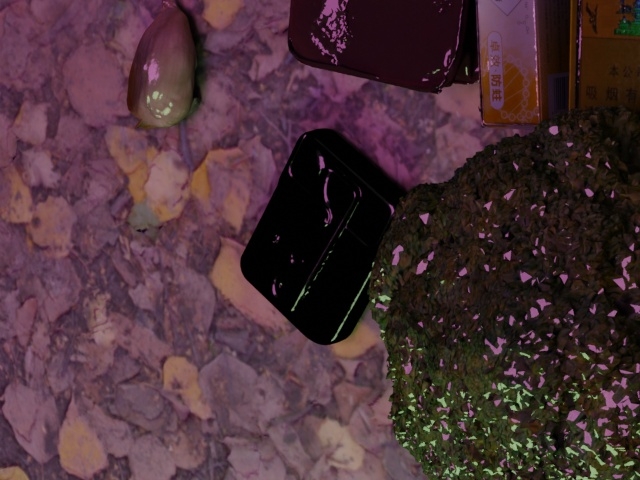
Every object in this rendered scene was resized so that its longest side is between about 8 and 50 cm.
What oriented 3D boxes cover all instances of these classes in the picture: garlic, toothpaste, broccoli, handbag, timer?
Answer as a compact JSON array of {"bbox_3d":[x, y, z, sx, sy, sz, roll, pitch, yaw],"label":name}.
[{"bbox_3d":[-0.166,-0.180,1.752,0.084,0.066,0.152,32,120,32],"label":"garlic"},{"bbox_3d":[0.180,-0.254,1.446,0.071,0.089,0.313,6,103,43],"label":"toothpaste"},{"bbox_3d":[0.204,0.074,1.347,0.413,0.310,0.321,-24,114,40],"label":"broccoli"},{"bbox_3d":[0.069,-0.253,1.546,0.203,0.074,0.216,14,105,36],"label":"handbag"},{"bbox_3d":[0.000,0.000,1.662,0.144,0.055,0.187,42,122,24],"label":"timer"}]

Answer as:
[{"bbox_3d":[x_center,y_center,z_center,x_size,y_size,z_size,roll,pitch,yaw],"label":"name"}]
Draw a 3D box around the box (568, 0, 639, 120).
[{"bbox_3d":[0.280,-0.175,1.396,0.141,0.064,0.220,8,105,38],"label":"box"}]
